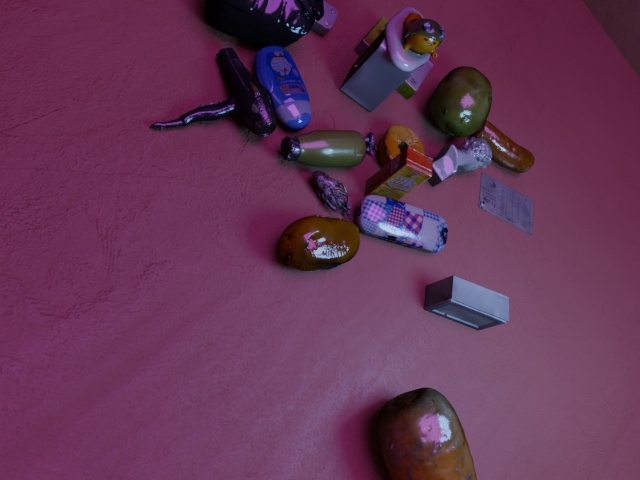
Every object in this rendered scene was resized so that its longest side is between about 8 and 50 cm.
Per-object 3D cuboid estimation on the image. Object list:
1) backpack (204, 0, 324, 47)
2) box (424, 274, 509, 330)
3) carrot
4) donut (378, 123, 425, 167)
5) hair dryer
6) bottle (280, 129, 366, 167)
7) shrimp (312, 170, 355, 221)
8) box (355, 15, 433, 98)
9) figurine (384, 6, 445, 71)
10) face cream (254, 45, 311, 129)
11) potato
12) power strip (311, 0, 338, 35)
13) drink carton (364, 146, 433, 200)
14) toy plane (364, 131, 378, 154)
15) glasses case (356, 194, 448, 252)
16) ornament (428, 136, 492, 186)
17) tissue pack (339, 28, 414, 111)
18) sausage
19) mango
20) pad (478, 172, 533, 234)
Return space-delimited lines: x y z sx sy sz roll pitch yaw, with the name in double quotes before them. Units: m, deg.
"backpack" -0.151 -0.820 1.617 0.363 0.254 0.446 12 82 -25
"box" 0.450 0.195 1.674 0.225 0.129 0.086 22 62 -21
"carrot" 0.278 0.559 1.379 0.224 0.224 0.341 -19 84 -34
"donut" 0.263 -0.286 1.795 0.174 0.074 0.191 3 65 -27
"hair dryer" -0.314 -0.391 1.508 0.359 0.120 0.304 -23 75 -25
"bottle" 0.007 -0.273 1.619 0.260 0.112 0.112 -6 74 -31
"shrimp" 0.043 -0.130 1.612 0.190 0.074 0.073 56 22 -11
"box" 0.268 -0.655 1.950 0.260 0.062 0.175 41 57 -11
"figurine" 0.297 -0.634 1.613 0.166 0.141 0.250 19 63 -23
"face cream" -0.109 -0.453 1.642 0.149 0.083 0.264 -17 80 -33
"potato" 0.503 -0.496 1.937 0.215 0.216 0.305 34 46 -14
"power strip" -0.122 -0.819 1.790 0.385 0.062 0.091 29 69 -17
"drink carton" 0.233 -0.187 1.646 0.096 0.223 0.071 22 60 -22
"toy plane" 0.163 -0.320 1.777 0.078 0.031 0.083 27 61 -36
"glasses case" 0.258 -0.051 1.689 0.327 0.076 0.125 16 77 -24
"ornament" 0.477 -0.281 1.880 0.285 0.130 0.121 -20 86 -33
"tissue pack" 0.200 -0.560 1.762 0.135 0.246 0.160 34 57 -14
"sausage" 0.688 -0.342 2.042 0.270 0.109 0.109 30 59 -16
"mango" 0.000 0.000 1.488 0.248 0.156 0.151 -9 40 -30
"pad" 0.695 -0.138 2.019 0.264 0.009 0.160 24 60 -20
